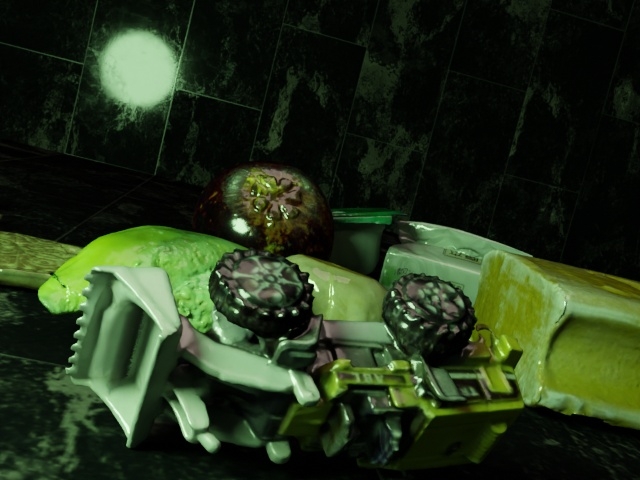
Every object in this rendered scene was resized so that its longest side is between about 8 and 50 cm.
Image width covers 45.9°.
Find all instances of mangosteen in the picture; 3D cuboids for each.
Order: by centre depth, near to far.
[{"bbox_3d":[-0.080,0.001,1.015,0.192,0.192,0.217,14,-33,-5],"label":"mangosteen"}]

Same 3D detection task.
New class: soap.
[{"bbox_3d":[0.367,0.128,0.893,0.335,0.156,0.293,13,10,-5],"label":"soap"}]

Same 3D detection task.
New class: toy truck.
[{"bbox_3d":[-0.008,0.088,0.475,0.286,0.136,0.111,7,39,-21],"label":"toy truck"}]

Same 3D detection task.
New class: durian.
[{"bbox_3d":[-0.138,0.042,0.706,0.250,0.101,0.139,11,7,-30],"label":"durian"}]

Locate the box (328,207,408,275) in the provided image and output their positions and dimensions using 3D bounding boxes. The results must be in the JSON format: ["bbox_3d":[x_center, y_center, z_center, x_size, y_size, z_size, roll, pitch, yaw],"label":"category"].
[{"bbox_3d":[0.000,0.000,1.272,0.264,0.106,0.337,-1,3,-1],"label":"box"}]

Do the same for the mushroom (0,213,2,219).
[{"bbox_3d":[-0.470,-0.032,1.033,0.049,0.019,0.101,15,6,3],"label":"mushroom"}]

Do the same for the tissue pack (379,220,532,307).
[{"bbox_3d":[0.222,0.056,1.242,0.229,0.145,0.159,16,5,11],"label":"tissue pack"}]

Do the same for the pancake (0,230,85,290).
[{"bbox_3d":[-0.324,0.019,0.846,0.212,0.029,0.235,14,5,4],"label":"pancake"}]

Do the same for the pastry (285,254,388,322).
[{"bbox_3d":[0.011,0.072,0.858,0.156,0.092,0.156,21,3,-1],"label":"pastry"}]
